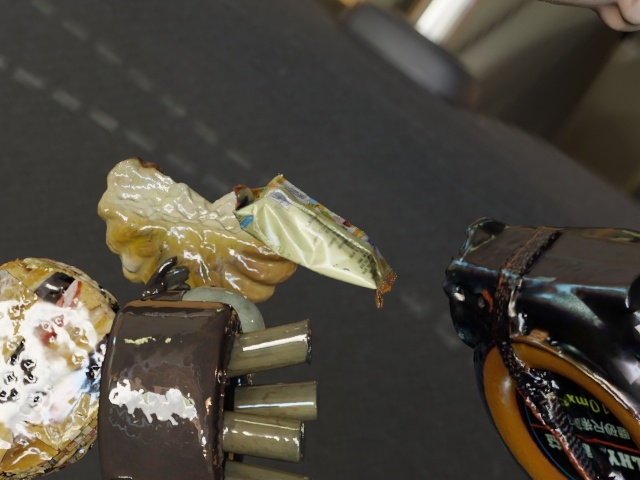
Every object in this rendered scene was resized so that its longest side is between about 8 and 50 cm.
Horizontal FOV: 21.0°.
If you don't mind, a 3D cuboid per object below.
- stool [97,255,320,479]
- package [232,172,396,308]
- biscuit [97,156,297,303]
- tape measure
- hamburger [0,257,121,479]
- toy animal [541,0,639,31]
[{"bbox_3d":[-0.062,0.083,0.958,0.121,0.125,0.217,-2,23,4],"label":"stool"},{"bbox_3d":[-0.002,-0.001,1.133,0.121,0.031,0.108,34,12,3],"label":"package"},{"bbox_3d":[-0.102,0.006,1.443,0.183,0.118,0.061,12,15,6],"label":"biscuit"},{"bbox_3d":[0.194,0.090,1.099,0.202,0.135,0.223,8,-51,51],"label":"tape measure"},{"bbox_3d":[-0.285,0.116,1.620,0.231,0.231,0.107,37,-9,10],"label":"hamburger"},{"bbox_3d":[0.120,-0.190,0.638,0.210,0.221,0.229,2,15,-45],"label":"toy animal"}]
